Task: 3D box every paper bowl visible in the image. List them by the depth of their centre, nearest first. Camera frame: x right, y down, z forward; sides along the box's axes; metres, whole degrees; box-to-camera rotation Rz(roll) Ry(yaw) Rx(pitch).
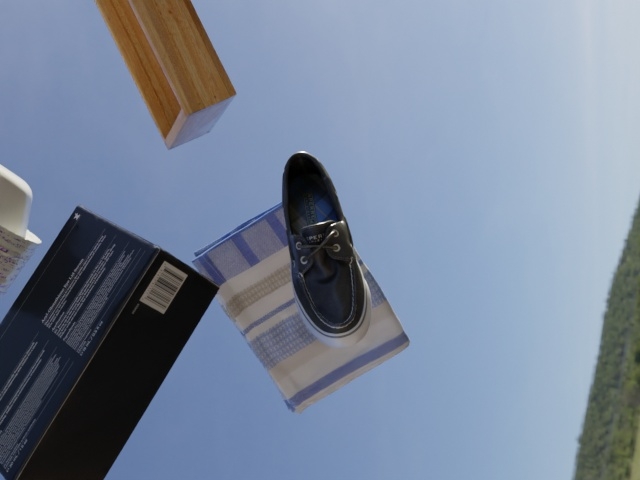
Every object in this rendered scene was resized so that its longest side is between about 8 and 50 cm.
[{"bbox_3d":[-0.491,-0.061,1.038,0.148,0.284,0.284,-56,-29,-7],"label":"paper bowl"}]

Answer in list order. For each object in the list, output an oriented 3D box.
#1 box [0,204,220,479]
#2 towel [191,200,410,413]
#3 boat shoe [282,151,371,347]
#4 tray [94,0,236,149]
[{"bbox_3d":[-0.252,0.113,0.856,0.103,0.184,0.261,40,-102,-46],"label":"box"},{"bbox_3d":[-0.024,0.088,1.141,0.285,0.209,0.034,58,-175,-15],"label":"towel"},{"bbox_3d":[0.000,0.000,0.852,0.076,0.080,0.229,70,-171,-55],"label":"boat shoe"},{"bbox_3d":[-0.242,-0.333,1.029,0.076,0.203,0.411,-28,-87,-18],"label":"tray"}]
